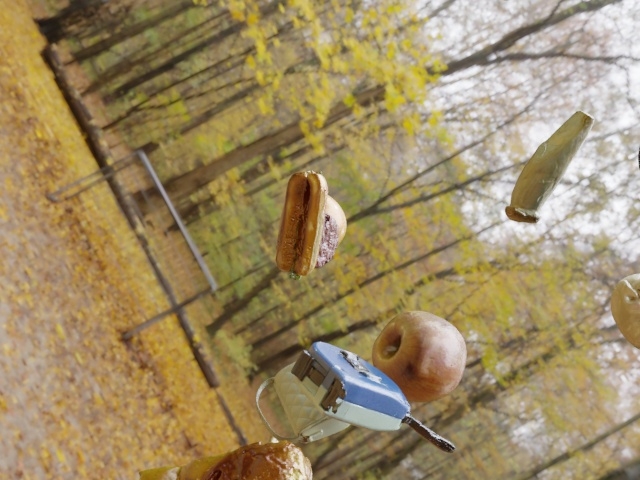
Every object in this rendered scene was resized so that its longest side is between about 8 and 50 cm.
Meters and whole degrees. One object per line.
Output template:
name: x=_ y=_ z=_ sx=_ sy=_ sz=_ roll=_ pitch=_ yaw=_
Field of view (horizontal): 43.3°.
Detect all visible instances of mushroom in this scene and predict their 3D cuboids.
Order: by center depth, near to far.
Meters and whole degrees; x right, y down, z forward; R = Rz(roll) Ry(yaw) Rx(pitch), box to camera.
mushroom: x=0.593 y=-0.191 z=2.109 sx=0.107 sy=0.333 sz=0.087 roll=17 pitch=20 yaw=-28

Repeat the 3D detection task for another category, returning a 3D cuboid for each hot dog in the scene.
hot dog: x=-0.040 y=-0.032 z=1.780 sx=0.076 sy=0.104 sz=0.250 roll=-29 pitch=128 yaw=-64

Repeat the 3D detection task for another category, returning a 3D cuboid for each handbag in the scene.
handbag: x=-0.053 y=0.412 z=2.063 sx=0.256 sy=0.219 sz=0.079 roll=-123 pitch=-166 yaw=-53

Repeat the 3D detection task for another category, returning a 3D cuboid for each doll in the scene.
doll: x=-0.030 y=-0.038 z=2.487 sx=0.213 sy=0.213 sz=0.236 roll=63 pitch=17 yaw=-9

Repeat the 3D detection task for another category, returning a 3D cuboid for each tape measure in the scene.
tape measure: x=0.107 y=0.303 z=1.568 sx=0.351 sy=0.097 sz=0.215 roll=29 pitch=4 yaw=-35

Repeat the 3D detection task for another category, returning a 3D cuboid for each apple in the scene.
apple: x=0.226 y=0.265 z=1.847 sx=0.188 sy=0.211 sz=0.211 roll=30 pitch=13 yaw=-33

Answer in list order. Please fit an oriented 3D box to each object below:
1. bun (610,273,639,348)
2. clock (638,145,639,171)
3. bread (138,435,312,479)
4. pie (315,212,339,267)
bun: x=0.868 y=0.187 z=2.070 sx=0.237 sy=0.209 sz=0.116 roll=17 pitch=-17 yaw=5
clock: x=0.822 y=-0.184 z=1.798 sx=0.215 sy=0.215 sz=0.042 roll=61 pitch=15 yaw=11
bread: x=-0.196 y=0.441 z=1.318 sx=0.109 sy=0.381 sz=0.185 roll=59 pitch=18 yaw=-58
pie: x=0.000 y=0.000 z=2.029 sx=0.036 sy=0.154 sz=0.154 roll=11 pitch=-39 yaw=31
